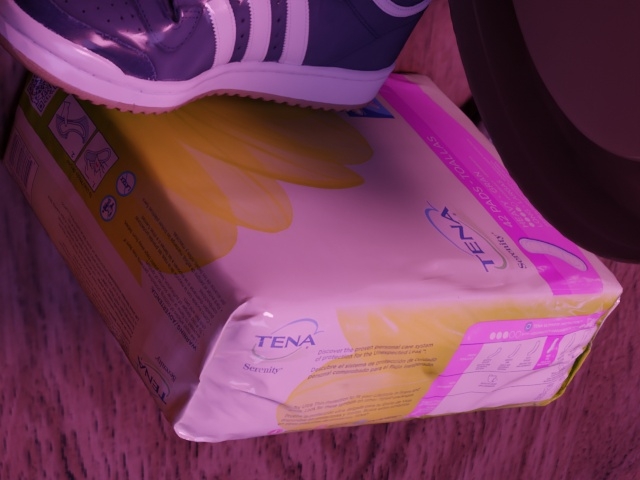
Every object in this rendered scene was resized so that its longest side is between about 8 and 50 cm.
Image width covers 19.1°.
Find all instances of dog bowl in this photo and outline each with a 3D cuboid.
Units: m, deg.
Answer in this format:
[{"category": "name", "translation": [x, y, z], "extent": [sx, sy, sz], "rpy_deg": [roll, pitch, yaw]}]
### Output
[{"category": "dog bowl", "translation": [0.179, -0.165, 0.934], "extent": [0.102, 0.348, 0.348], "rpy_deg": [-8, 137, -23]}]

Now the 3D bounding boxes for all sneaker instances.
[{"category": "sneaker", "translation": [-0.034, -0.148, 0.964], "extent": [0.282, 0.099, 0.153], "rpy_deg": [-3, 138, -50]}]

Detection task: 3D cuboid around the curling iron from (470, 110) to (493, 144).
[{"category": "curling iron", "translation": [0.132, -0.105, 1.222], "extent": [0.274, 0.035, 0.068], "rpy_deg": [-45, 141, 9]}]

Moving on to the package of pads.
[{"category": "package of pads", "translation": [0.000, 0.000, 1.054], "extent": [0.297, 0.229, 0.101], "rpy_deg": [-1, 131, -41]}]
